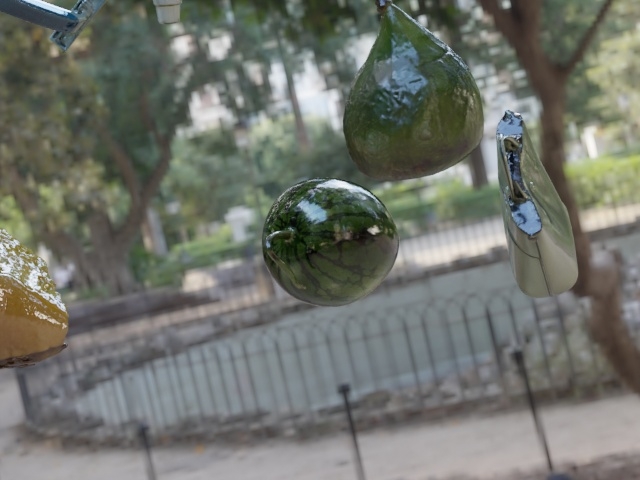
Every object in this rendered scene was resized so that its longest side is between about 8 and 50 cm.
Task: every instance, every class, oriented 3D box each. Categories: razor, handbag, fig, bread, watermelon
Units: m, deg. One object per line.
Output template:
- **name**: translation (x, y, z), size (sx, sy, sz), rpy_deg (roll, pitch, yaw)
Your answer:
- **razor**: translation (-0.247, -0.195, 1.221), size (0.068, 0.037, 0.191), rpy_deg (-48, -27, 17)
- **handbag**: translation (0.333, -0.066, 2.369), size (0.109, 0.241, 0.315), rpy_deg (-11, -35, 7)
- **fig**: translation (0.120, -0.214, 2.054), size (0.203, 0.235, 0.203), rpy_deg (-8, 24, 4)
- **bread**: translation (-0.425, 0.065, 1.720), size (0.262, 0.162, 0.204), rpy_deg (-11, 34, -18)
- **watermelon**: translation (0.000, 0.000, 1.580), size (0.141, 0.140, 0.187), rpy_deg (-11, -11, 31)

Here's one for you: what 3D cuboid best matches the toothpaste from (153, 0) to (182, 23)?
- **toothpaste**: translation (-0.176, -0.350, 1.680), size (0.052, 0.218, 0.033), rpy_deg (-10, 19, -20)
